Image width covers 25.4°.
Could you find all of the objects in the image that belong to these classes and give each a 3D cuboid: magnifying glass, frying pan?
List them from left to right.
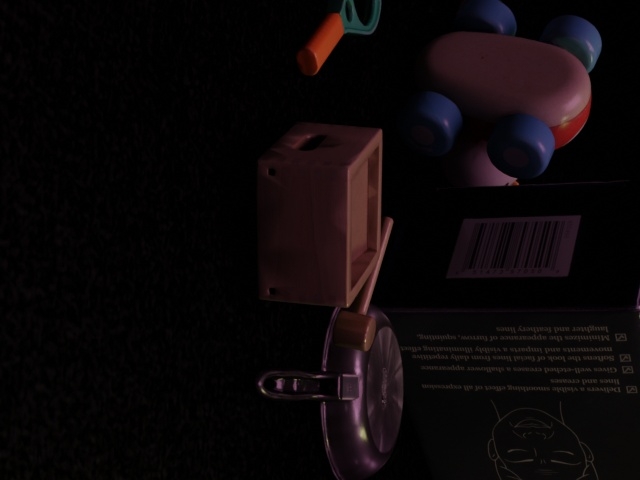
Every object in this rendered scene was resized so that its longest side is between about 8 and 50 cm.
[{"bbox_3d":[0.021,-0.227,1.430,0.231,0.026,0.092,-58,141,-53],"label":"magnifying glass"},{"bbox_3d":[0.024,0.120,1.389,0.326,0.053,0.197,59,35,-56],"label":"frying pan"}]

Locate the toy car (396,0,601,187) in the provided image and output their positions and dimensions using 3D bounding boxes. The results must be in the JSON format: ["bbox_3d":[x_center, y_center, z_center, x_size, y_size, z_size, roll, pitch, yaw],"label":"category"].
[{"bbox_3d":[0.216,-0.125,1.703,0.238,0.210,0.219,83,29,-48],"label":"toy car"}]

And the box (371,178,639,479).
[{"bbox_3d":[0.263,0.144,1.645,0.212,0.293,0.395,-69,149,-44],"label":"box"}]

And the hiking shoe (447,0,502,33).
[{"bbox_3d":[0.210,-0.241,1.853,0.114,0.086,0.227,-86,168,-52],"label":"hiking shoe"}]

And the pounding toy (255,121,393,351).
[{"bbox_3d":[0.002,0.002,1.288,0.181,0.094,0.206,-52,146,-65],"label":"pounding toy"}]
